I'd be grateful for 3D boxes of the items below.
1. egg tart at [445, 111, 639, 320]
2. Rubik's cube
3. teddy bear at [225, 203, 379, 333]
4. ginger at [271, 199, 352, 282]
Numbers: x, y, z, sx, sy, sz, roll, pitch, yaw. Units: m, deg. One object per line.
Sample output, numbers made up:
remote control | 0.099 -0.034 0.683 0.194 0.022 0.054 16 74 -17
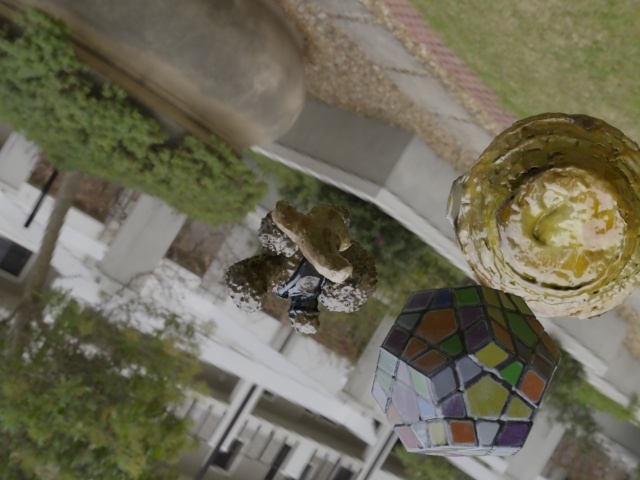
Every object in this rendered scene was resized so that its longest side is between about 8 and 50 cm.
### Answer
egg tart | 0.364 -0.024 1.291 0.341 0.341 0.129 31 -160 1
Rubik's cube | 0.084 0.077 0.495 0.111 0.093 0.111 2 164 0
teddy bear | -0.023 0.026 1.165 0.251 0.182 0.129 21 -167 -44
ginger | 0.000 0.000 0.640 0.048 0.030 0.097 -13 -139 -32
